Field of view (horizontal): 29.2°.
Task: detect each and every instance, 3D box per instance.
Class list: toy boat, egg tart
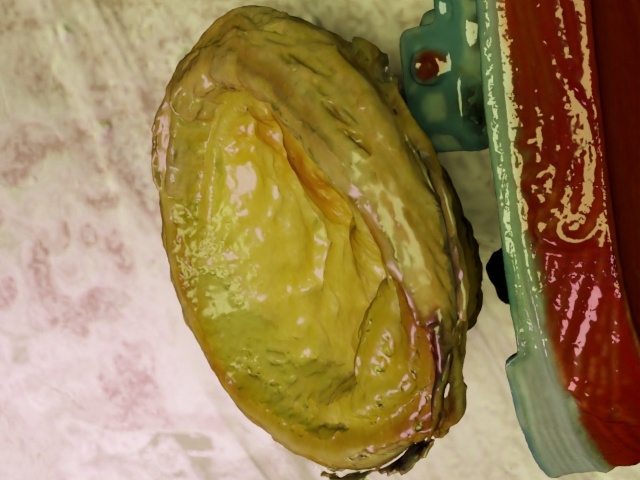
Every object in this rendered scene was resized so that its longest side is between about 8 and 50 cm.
[{"bbox_3d":[0.127,-0.025,0.677,0.133,0.145,0.332,-3,101,39],"label":"toy boat"},{"bbox_3d":[0.000,0.000,0.695,0.279,0.095,0.279,30,129,45],"label":"egg tart"}]
